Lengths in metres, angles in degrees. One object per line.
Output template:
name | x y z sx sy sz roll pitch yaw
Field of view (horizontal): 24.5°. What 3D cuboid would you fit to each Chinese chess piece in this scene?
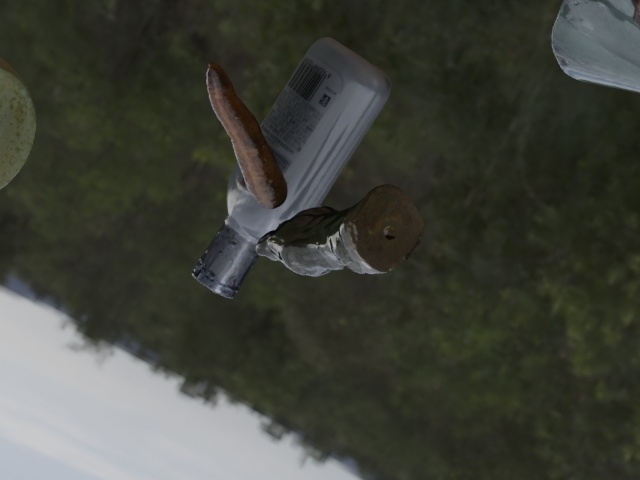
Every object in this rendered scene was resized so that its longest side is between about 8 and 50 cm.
Chinese chess piece | -0.323 -0.103 1.306 0.058 0.144 0.144 30 177 43

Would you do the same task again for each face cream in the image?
face cream | -0.037 -0.072 1.553 0.071 0.291 0.144 29 -173 -34

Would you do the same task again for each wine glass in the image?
wine glass | 0.464 -0.145 1.624 0.267 0.267 0.406 36 -158 -53

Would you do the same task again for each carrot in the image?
carrot | -0.067 -0.093 1.336 0.036 0.036 0.165 23 146 44

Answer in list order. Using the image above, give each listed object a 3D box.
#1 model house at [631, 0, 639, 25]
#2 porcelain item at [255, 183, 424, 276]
model house | 0.271 -0.220 0.905 0.183 0.166 0.172 31 157 -33
porcelain item | 0.000 0.000 1.384 0.069 0.081 0.216 49 151 -20
